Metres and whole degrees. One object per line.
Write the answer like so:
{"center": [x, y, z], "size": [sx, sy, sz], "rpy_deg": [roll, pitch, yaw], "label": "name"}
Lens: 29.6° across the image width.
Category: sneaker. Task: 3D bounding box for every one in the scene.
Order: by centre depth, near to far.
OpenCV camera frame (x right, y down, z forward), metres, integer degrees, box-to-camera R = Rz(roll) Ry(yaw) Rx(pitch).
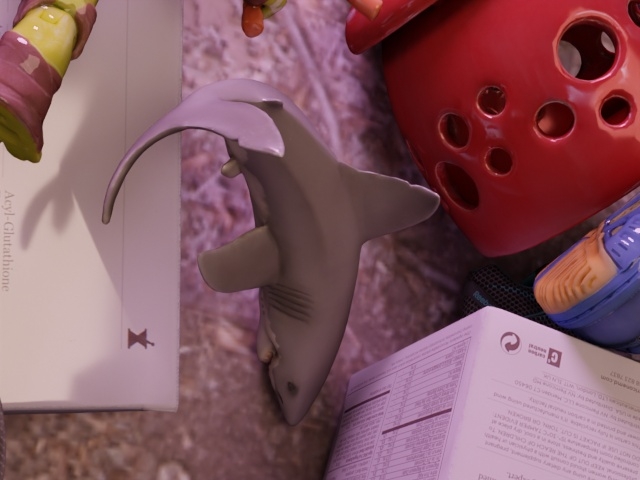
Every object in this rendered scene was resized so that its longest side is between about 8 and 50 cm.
{"center": [0.211, 0.032, 0.676], "size": [0.131, 0.112, 0.296], "rpy_deg": [55, 21, 11], "label": "sneaker"}
{"center": [0.158, 0.052, 0.780], "size": [0.166, 0.065, 0.076], "rpy_deg": [9, 71, -30], "label": "sneaker"}

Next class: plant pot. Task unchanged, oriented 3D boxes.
{"center": [0.124, -0.112, 0.708], "size": [0.191, 0.191, 0.174], "rpy_deg": [-40, 99, -25], "label": "plant pot"}

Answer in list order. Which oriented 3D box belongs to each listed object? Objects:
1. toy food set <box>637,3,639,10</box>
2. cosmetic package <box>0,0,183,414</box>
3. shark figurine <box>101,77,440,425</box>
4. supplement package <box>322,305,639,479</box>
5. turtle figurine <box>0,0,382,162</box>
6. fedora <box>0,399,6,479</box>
{"center": [0.256, -0.219, 0.851], "size": [0.128, 0.071, 0.218], "rpy_deg": [-26, 96, -27], "label": "toy food set"}
{"center": [-0.213, -0.103, 0.590], "size": [0.284, 0.097, 0.377], "rpy_deg": [3, 83, -25], "label": "cosmetic package"}
{"center": [-0.001, -0.026, 0.618], "size": [0.116, 0.278, 0.166], "rpy_deg": [6, 63, 17], "label": "shark figurine"}
{"center": [0.102, 0.206, 0.625], "size": [0.199, 0.198, 0.262], "rpy_deg": [21, 68, -13], "label": "supplement package"}
{"center": [-0.098, -0.145, 0.553], "size": [0.269, 0.087, 0.217], "rpy_deg": [41, 67, -19], "label": "turtle figurine"}
{"center": [-0.245, 0.146, 0.468], "size": [0.275, 0.124, 0.244], "rpy_deg": [-49, 127, 6], "label": "fedora"}
